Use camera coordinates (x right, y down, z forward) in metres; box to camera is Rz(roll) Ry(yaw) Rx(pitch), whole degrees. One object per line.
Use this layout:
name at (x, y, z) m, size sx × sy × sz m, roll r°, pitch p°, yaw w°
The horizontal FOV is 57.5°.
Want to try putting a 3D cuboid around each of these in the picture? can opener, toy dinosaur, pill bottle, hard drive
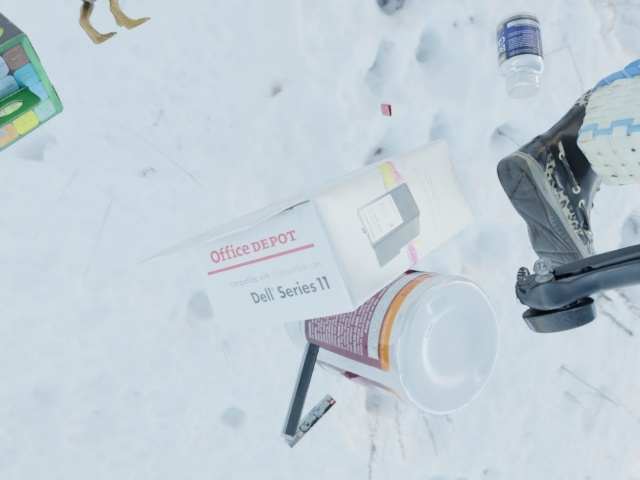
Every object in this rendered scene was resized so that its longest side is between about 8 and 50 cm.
can opener at (0.289, 0.035, 0.593) m, size 0.186 × 0.059 × 0.073 m, roll -26°, pitch 117°, yaw 26°
toy dinosaur at (-0.239, -0.258, 0.588) m, size 0.112 × 0.064 × 0.211 m, roll 65°, pitch 30°, yaw -31°
pill bottle at (0.105, 0.156, 1.068) m, size 0.224 × 0.392 × 0.224 m, roll -2°, pitch 94°, yaw -32°
hard drive at (-0.032, 0.229, 0.881) m, size 0.022 × 0.094 × 0.135 m, roll 16°, pitch 68°, yaw 0°
pill bottle at (0.431, -0.396, 1.257) m, size 0.094 × 0.094 × 0.169 m, roll 15°, pitch 68°, yaw -36°

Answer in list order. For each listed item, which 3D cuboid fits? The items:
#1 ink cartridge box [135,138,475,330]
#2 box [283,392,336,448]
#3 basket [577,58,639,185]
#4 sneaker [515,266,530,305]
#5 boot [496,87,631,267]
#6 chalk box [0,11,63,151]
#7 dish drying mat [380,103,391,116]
ink cartridge box at (0.000, 0.000, 0.662) m, size 0.353 × 0.207 × 0.119 m, roll -28°, pitch 99°, yaw -47°
box at (-0.023, 0.372, 1.199) m, size 0.094 × 0.027 × 0.137 m, roll -39°, pitch 166°, yaw -30°
basket at (0.610, -0.236, 1.035) m, size 0.201 × 0.255 × 0.289 m, roll 41°, pitch 75°, yaw -26°
sneaker at (0.546, 0.125, 1.589) m, size 0.040 × 0.043 × 0.109 m, roll 8°, pitch 75°, yaw 1°
boot at (0.558, -0.104, 1.236) m, size 0.284 × 0.138 × 0.377 m, roll -44°, pitch 111°, yaw -13°
chalk box at (-0.573, -0.269, 0.973) m, size 0.180 × 0.289 × 0.179 m, roll -41°, pitch 159°, yaw -22°
dish drying mat at (0.168, -0.335, 1.500) m, size 0.008 × 0.083 × 0.032 m, roll -12°, pitch 106°, yaw -6°
